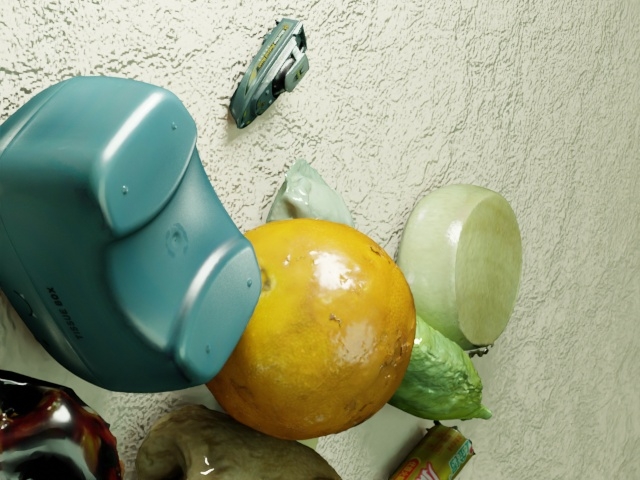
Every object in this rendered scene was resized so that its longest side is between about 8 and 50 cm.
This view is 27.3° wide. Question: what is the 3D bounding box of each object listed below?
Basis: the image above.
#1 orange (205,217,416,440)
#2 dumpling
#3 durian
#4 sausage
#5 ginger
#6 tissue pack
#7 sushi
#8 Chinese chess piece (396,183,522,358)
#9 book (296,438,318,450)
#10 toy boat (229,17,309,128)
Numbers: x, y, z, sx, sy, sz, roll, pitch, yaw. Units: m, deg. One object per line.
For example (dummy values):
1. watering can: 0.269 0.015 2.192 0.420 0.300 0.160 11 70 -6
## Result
1. orange: -0.016 0.093 1.389 0.240 0.240 0.240 -16 110 -49
2. dumpling: 0.005 0.003 1.549 0.149 0.105 0.216 -33 119 -36
3. durian: 0.126 0.170 1.718 0.101 0.139 0.250 -57 138 -21
4. sausage: 0.079 0.385 1.762 0.371 0.082 0.082 -44 130 -36
5. ginger: -0.070 0.276 1.442 0.276 0.221 0.130 8 107 -61
6. tissue pack: -0.200 -0.003 1.222 0.198 0.206 0.287 -60 140 -38
7. sushi: -0.277 0.235 1.160 0.215 0.212 0.227 18 82 -52
8. Chinese chess piece: 0.190 0.040 1.794 0.238 0.092 0.237 -10 101 -57
9. book: -0.022 0.214 1.641 0.077 0.014 0.111 25 78 -50
10. toy boat: -0.058 -0.181 1.471 0.141 0.060 0.055 -58 162 -19
